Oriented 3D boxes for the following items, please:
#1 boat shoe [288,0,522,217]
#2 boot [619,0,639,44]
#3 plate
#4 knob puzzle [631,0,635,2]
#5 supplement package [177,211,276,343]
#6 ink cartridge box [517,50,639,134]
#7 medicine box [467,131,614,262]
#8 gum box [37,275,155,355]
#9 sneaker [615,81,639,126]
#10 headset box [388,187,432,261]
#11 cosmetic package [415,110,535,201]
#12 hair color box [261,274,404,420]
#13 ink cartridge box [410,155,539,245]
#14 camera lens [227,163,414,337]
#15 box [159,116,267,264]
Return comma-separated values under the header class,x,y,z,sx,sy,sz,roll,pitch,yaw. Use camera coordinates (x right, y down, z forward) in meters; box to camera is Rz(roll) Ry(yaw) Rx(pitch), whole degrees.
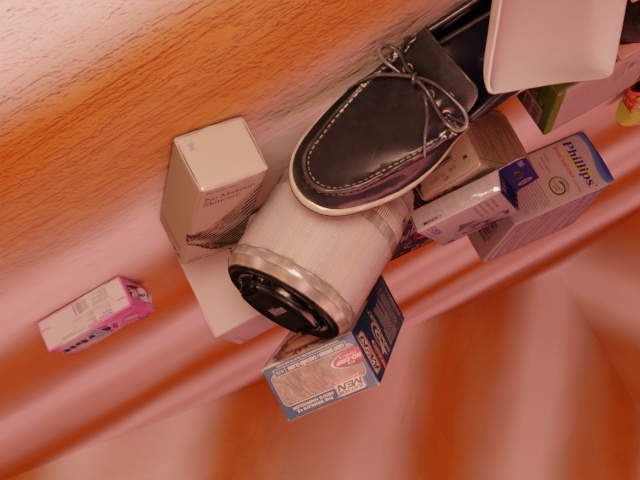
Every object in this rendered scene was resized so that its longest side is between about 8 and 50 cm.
class,x,y,z,sx,sy,sz,roll,pitch,yaw
boat shoe,0.160,-0.217,1.383,0.500,0.186,0.156,-34,163,1
boot,0.639,-0.389,1.551,0.338,0.118,0.223,-28,-164,-5
plate,0.302,-0.336,1.237,0.277,0.045,0.277,-14,117,-39
knob puzzle,0.494,-0.433,1.338,0.213,0.030,0.213,-6,136,-6
supplement package,-0.082,0.048,1.813,0.293,0.175,0.177,-28,166,4
ink cartridge box,0.499,-0.319,1.759,0.255,0.097,0.189,-29,164,-4
medicine box,0.516,-0.101,2.368,0.289,0.149,0.263,-23,164,-16
gum box,-0.405,0.138,1.782,0.188,0.062,0.107,-29,164,7
sneaker,0.694,-0.322,2.114,0.094,0.081,0.208,-11,152,-26
headset box,0.209,-0.066,2.051,0.293,0.110,0.218,-24,164,-10
cosmetic package,0.268,-0.157,1.791,0.129,0.153,0.296,-33,162,27
hair color box,0.033,0.180,1.725,0.174,0.105,0.347,-26,-173,16
ink cartridge box,0.290,-0.065,1.759,0.224,0.045,0.223,-28,165,15
camera lens,0.000,0.000,1.546,0.274,0.219,0.219,-59,174,-19
box,-0.166,-0.068,1.466,0.113,0.094,0.275,-22,164,-20
